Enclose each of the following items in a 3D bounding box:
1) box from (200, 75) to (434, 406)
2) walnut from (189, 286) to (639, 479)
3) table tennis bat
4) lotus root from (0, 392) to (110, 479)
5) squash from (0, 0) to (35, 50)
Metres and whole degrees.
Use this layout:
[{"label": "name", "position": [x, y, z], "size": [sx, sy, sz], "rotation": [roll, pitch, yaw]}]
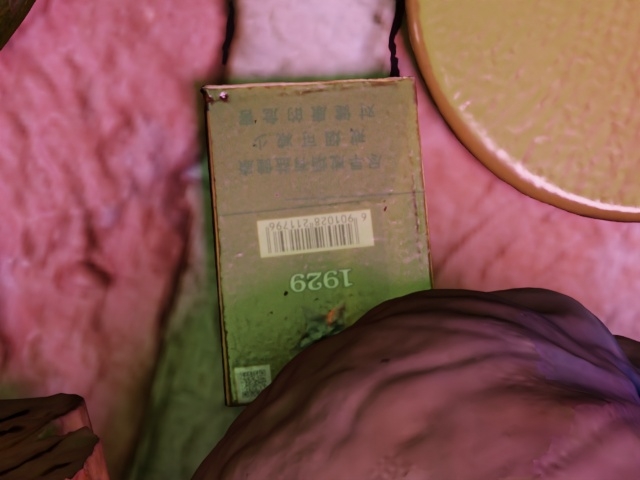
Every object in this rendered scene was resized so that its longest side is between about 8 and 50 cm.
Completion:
[{"label": "box", "position": [0.000, 0.000, 0.754], "size": [0.090, 0.023, 0.133], "rotation": [-5, 87, -5]}, {"label": "walnut", "position": [0.061, 0.139, 0.647], "size": [0.248, 0.248, 0.248], "rotation": [0, 87, -6]}, {"label": "table tennis bat", "position": [0.180, -0.145, 0.771], "size": [0.321, 0.050, 0.198], "rotation": [-40, 93, -4]}, {"label": "lotus root", "position": [-0.135, 0.162, 0.645], "size": [0.199, 0.188, 0.180], "rotation": [-16, 99, 29]}, {"label": "squash", "position": [-0.093, -0.198, 0.726], "size": [0.087, 0.087, 0.331], "rotation": [34, 82, -4]}]
